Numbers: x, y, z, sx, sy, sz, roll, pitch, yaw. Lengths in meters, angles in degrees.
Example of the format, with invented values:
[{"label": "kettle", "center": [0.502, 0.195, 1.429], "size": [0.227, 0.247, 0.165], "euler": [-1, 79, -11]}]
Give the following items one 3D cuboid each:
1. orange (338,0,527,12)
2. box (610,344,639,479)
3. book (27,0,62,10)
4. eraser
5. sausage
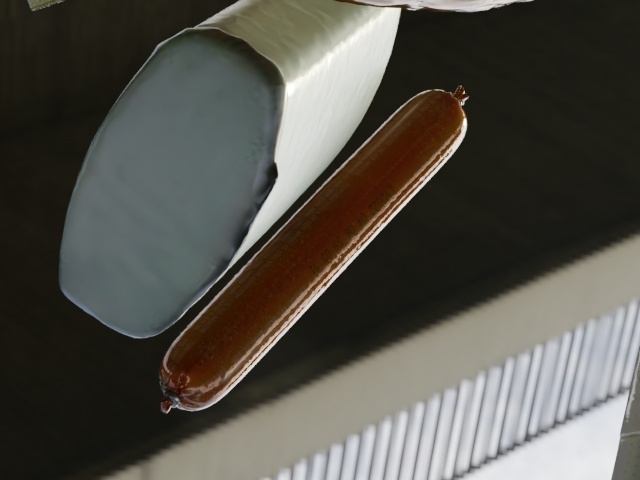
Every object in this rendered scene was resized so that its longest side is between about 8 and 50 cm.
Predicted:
[{"label": "orange", "center": [0.048, -0.280, 0.934], "size": [0.340, 0.293, 0.341], "euler": [1, -110, -2]}, {"label": "box", "center": [0.336, 0.233, 1.752], "size": [0.095, 0.330, 0.210], "euler": [20, -162, 31]}, {"label": "book", "center": [-0.129, -0.267, 1.661], "size": [0.228, 0.024, 0.160], "euler": [-18, -157, 25]}, {"label": "eraser", "center": [-0.046, -0.068, 1.196], "size": [0.104, 0.189, 0.290], "euler": [28, -157, 6]}, {"label": "sausage", "center": [0.000, 0.000, 1.367], "size": [0.053, 0.053, 0.348], "euler": [26, -124, 28]}]
